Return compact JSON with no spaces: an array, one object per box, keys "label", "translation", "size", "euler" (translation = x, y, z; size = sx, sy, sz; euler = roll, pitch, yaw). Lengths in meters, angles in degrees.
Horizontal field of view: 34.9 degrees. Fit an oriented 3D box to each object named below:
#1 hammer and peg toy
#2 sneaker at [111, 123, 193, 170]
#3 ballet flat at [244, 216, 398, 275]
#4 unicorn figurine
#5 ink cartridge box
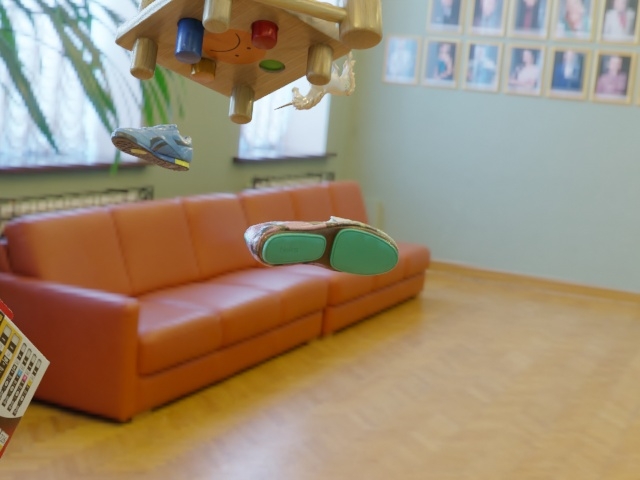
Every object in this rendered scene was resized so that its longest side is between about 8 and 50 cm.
[{"label":"hammer and peg toy","translation":[-0.095,-0.304,1.425],"size":[0.266,0.127,0.361],"euler":[21,-27,-36]},{"label":"sneaker","translation":[-0.330,-0.200,2.004],"size":[0.069,0.082,0.209],"euler":[2,-10,35]},{"label":"ballet flat","translation":[0.000,0.000,1.357],"size":[0.221,0.077,0.079],"euler":[3,25,-30]},{"label":"unicorn figurine","translation":[0.004,-0.280,1.775],"size":[0.162,0.111,0.060],"euler":[-2,5,-31]},{"label":"ink cartridge box","translation":[-0.610,0.196,1.785],"size":[0.130,0.272,0.309],"euler":[14,-26,16]}]
